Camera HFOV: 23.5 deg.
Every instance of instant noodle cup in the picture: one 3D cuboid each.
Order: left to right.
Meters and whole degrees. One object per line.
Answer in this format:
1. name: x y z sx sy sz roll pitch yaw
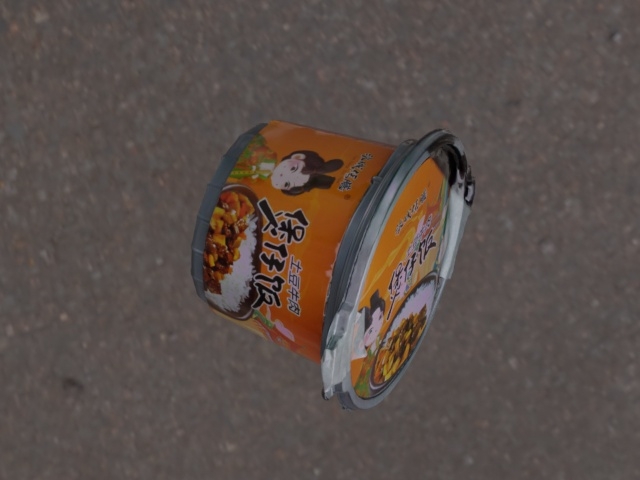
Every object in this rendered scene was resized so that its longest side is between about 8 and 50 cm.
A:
1. instant noodle cup: 0.000 0.000 0.939 0.208 0.125 0.177 -32 139 -61
